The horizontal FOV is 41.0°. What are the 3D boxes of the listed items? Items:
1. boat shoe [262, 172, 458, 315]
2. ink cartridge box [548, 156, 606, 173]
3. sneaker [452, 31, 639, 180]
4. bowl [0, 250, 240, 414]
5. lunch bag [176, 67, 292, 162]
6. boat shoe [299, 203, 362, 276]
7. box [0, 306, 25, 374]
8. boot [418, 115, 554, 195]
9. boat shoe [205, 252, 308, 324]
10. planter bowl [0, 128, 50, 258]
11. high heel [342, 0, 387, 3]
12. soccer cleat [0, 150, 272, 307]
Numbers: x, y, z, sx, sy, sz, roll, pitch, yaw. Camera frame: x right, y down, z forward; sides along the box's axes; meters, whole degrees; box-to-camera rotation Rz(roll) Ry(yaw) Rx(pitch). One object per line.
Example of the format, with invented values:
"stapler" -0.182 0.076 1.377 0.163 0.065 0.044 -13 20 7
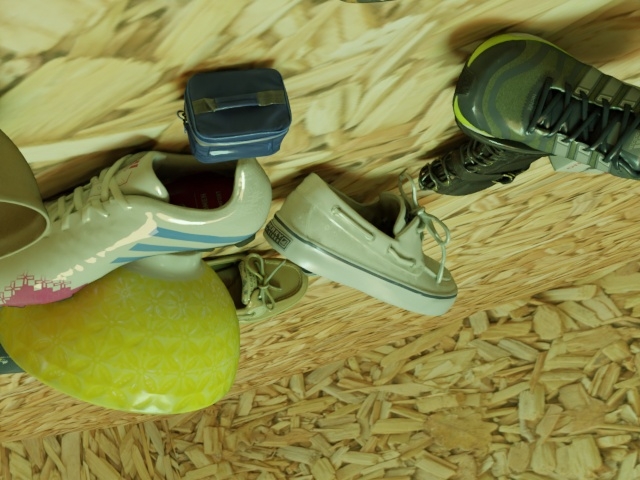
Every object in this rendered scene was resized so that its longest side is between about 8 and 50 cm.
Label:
"boat shoe" 0.094 -0.012 1.160 0.367 0.136 0.156 23 106 -42
"ink cartridge box" 0.386 -0.138 1.146 0.151 0.063 0.109 -3 161 -41
"sneaker" 0.264 -0.123 0.838 0.300 0.111 0.121 8 -160 -28
"bowl" -0.216 0.060 1.012 0.290 0.289 0.156 1 117 -48
"lunch bag" -0.077 -0.112 0.751 0.099 0.067 0.065 -10 164 -16
"boat shoe" 0.000 0.000 1.278 0.083 0.065 0.183 -3 154 -39
"box" -0.380 0.130 1.167 0.183 0.059 0.233 -29 159 38
"boot" 0.199 -0.105 1.033 0.263 0.091 0.229 0 164 -37
"boat shoe" -0.148 0.078 1.320 0.285 0.104 0.089 -10 167 -19
"planter bowl" -0.303 -0.050 0.666 0.162 0.109 0.162 -14 166 -4
"high heel" 0.149 -0.205 0.581 0.261 0.093 0.186 -28 159 19
"soccer cleat" -0.214 -0.031 0.874 0.331 0.116 0.143 -16 150 -7
